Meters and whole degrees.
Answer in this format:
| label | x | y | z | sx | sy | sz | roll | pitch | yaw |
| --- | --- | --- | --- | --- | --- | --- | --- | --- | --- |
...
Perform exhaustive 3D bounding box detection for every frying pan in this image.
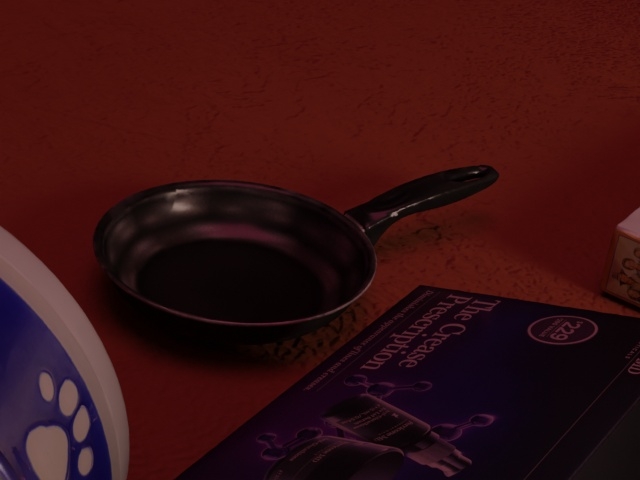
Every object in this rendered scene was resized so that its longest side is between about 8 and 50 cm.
| label | x | y | z | sx | sy | sz | roll | pitch | yaw |
| --- | --- | --- | --- | --- | --- | --- | --- | --- | --- |
| frying pan | -0.026 | -0.009 | 1.061 | 0.197 | 0.053 | 0.326 | 22 | 32 | 24 |

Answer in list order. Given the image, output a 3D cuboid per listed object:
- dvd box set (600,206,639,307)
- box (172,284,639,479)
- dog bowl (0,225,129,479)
| label | x | y | z | sx | sy | sz | roll | pitch | yaw |
| --- | --- | --- | --- | --- | --- | --- | --- | --- | --- |
| dvd box set | 0.462 | 0.039 | 1.071 | 0.420 | 0.062 | 0.307 | 26 | 35 | 28 |
| box | 0.069 | 0.127 | 0.762 | 0.184 | 0.103 | 0.261 | 10 | 28 | 32 |
| dog bowl | -0.224 | 0.098 | 0.630 | 0.264 | 0.265 | 0.104 | 10 | 32 | 5 |
